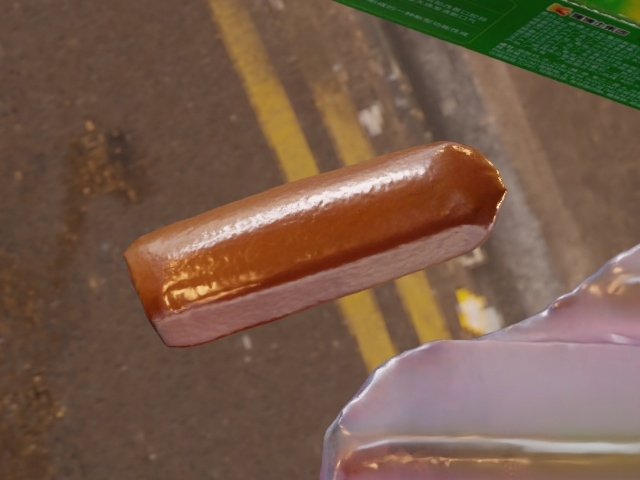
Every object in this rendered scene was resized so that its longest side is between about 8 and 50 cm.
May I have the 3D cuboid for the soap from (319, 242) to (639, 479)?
[{"bbox_3d":[0.157,0.090,0.482,0.109,0.324,0.193,103,-13,-63],"label":"soap"}]

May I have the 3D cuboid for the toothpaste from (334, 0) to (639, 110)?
[{"bbox_3d":[0.069,-0.056,0.362,0.178,0.043,0.037,18,77,-14],"label":"toothpaste"}]

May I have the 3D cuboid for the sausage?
[{"bbox_3d":[0.000,0.000,0.548,0.041,0.131,0.039,77,-5,-51],"label":"sausage"}]
